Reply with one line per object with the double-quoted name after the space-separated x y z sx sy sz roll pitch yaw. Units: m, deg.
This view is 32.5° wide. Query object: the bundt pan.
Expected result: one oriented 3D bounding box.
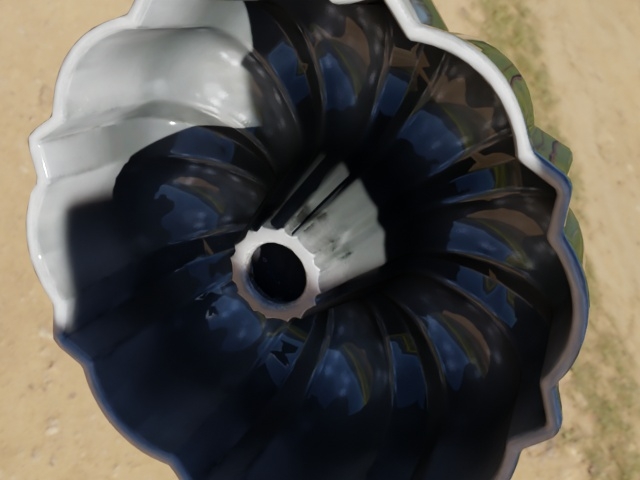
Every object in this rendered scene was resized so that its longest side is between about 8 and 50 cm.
0.000 0.000 0.630 0.331 0.331 0.124 49 31 2 "bundt pan"
